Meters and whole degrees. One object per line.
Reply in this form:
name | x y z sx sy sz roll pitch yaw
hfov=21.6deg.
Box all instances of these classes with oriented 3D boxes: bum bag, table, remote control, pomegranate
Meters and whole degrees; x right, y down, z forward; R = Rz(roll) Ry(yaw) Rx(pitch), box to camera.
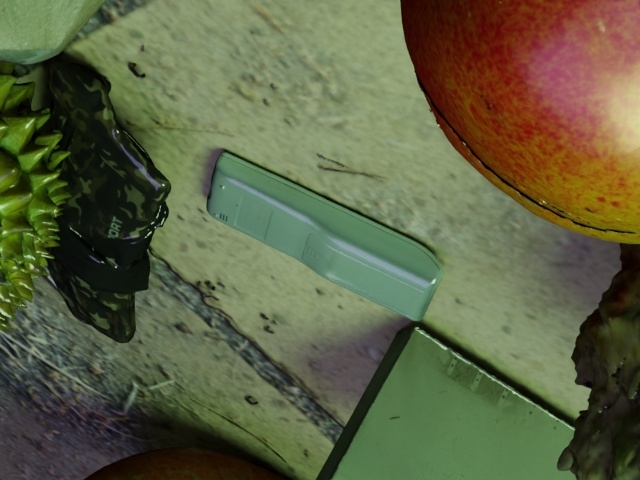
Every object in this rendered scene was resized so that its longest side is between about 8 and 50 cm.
bum bag | -0.150 -0.016 1.127 0.102 0.069 0.248 59 157 24
table | 0.120 0.177 1.161 0.240 0.122 0.111 33 164 -7
remote control | 0.000 0.000 1.079 0.162 0.029 0.061 25 145 5
pomegranate | 0.141 -0.092 0.687 0.235 0.210 0.210 53 143 -5

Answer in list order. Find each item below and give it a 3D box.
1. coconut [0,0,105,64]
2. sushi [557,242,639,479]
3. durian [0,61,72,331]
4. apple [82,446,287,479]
coconut | -0.167 -0.165 0.856 0.147 0.147 0.153 -20 89 49
sushi | 0.223 0.083 0.869 0.219 0.225 0.238 48 123 -1
durian | -0.276 -0.051 1.025 0.291 0.225 0.291 33 -179 -1
apple | -0.104 0.314 1.361 0.309 0.277 0.250 45 157 -9
